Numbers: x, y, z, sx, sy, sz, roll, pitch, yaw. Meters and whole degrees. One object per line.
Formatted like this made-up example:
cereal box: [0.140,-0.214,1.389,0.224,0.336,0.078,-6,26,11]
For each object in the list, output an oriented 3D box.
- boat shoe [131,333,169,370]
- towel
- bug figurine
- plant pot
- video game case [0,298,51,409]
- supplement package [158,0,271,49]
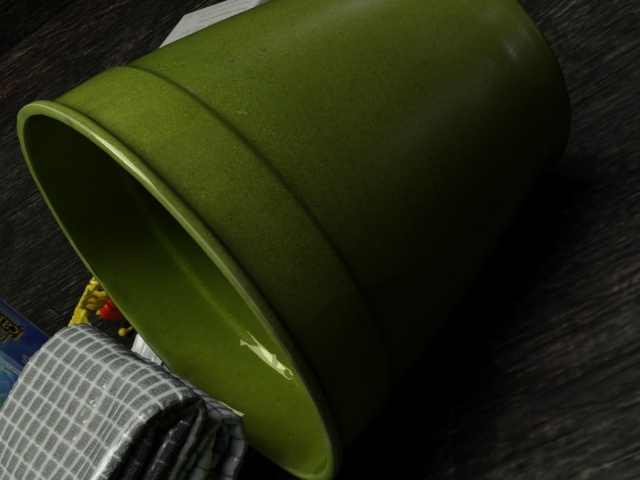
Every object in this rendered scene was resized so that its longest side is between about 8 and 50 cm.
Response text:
boat shoe: [-0.164,0.137,1.090,0.063,0.066,0.184,7,44,16]
towel: [-0.214,0.224,0.906,0.235,0.121,0.283,17,73,52]
bug figurine: [-0.240,0.110,1.145,0.216,0.072,0.279,-51,16,53]
plant pot: [0.009,-0.056,0.886,0.353,0.366,0.366,-40,27,-20]
video game case: [-0.452,0.117,1.245,0.244,0.269,0.061,-18,39,37]
supplement package: [-0.135,-0.130,1.288,0.178,0.175,0.293,-4,47,47]
